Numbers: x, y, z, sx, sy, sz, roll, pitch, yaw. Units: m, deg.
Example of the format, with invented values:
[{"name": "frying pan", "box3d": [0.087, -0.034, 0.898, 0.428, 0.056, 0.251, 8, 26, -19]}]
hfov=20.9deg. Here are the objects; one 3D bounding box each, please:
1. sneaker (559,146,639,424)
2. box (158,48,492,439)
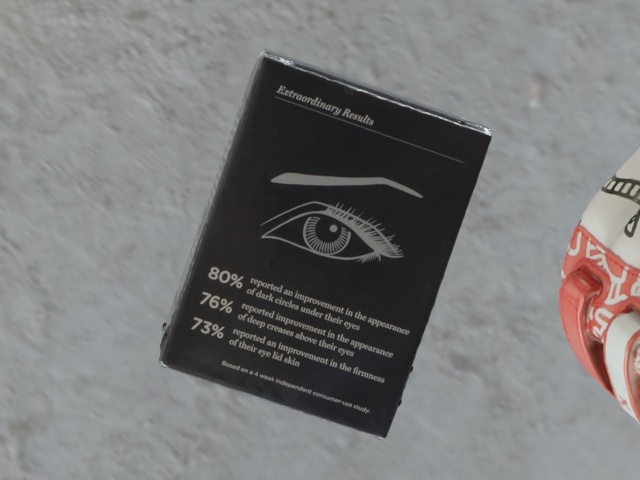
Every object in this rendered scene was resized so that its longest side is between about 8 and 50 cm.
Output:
[{"name": "sneaker", "box3d": [0.121, 0.062, 0.466, 0.090, 0.145, 0.270, 43, 63, -35]}, {"name": "box", "box3d": [0.000, 0.000, 1.099, 0.153, 0.108, 0.207, 20, 93, -6]}]
